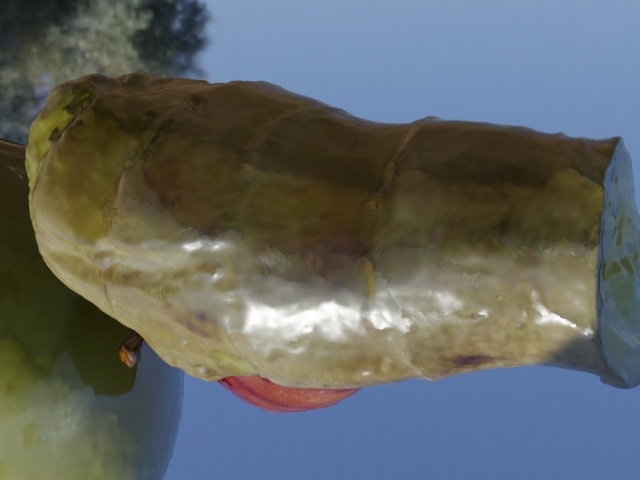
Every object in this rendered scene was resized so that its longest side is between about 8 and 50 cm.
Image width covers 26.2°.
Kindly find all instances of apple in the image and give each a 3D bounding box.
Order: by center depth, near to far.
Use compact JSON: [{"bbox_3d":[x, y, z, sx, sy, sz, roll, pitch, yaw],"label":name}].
[{"bbox_3d":[-0.232,0.061,0.813,0.295,0.258,0.233,6,158,8],"label":"apple"}]

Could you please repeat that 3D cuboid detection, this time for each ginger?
[{"bbox_3d":[0.000,0.000,0.542,0.262,0.109,0.116,9,-141,19],"label":"ginger"}]

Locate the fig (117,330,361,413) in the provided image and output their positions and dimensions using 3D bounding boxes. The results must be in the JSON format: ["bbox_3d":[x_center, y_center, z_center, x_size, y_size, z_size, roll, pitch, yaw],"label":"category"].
[{"bbox_3d":[-0.030,0.037,0.748,0.150,0.128,0.128,-17,-160,-1],"label":"fig"}]
